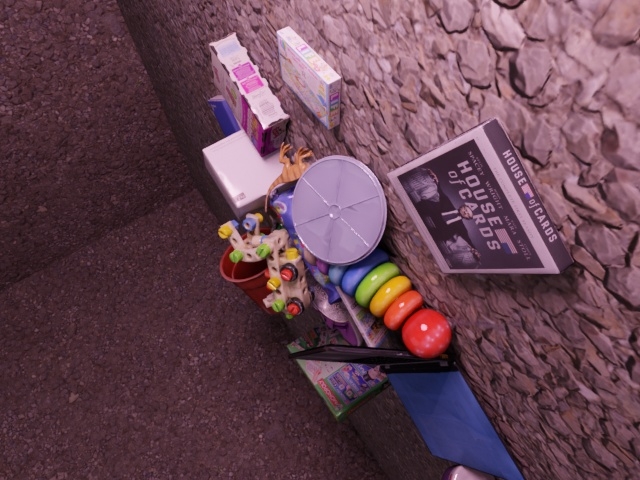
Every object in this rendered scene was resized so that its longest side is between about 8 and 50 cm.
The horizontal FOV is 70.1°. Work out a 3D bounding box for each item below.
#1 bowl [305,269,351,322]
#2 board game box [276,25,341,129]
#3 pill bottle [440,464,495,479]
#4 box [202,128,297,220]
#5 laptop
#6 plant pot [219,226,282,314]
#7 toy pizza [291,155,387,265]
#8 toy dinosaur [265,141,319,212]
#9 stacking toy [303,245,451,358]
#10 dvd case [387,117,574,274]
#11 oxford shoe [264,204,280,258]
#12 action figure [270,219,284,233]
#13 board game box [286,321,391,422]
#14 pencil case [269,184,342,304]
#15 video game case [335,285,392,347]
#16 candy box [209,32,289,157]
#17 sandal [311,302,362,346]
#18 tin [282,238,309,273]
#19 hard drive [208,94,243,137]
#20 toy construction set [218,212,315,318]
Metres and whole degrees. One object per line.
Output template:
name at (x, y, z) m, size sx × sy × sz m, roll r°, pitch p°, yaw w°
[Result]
bowl at (0.042, 0.129, 1.231) m, size 0.170 × 0.080 × 0.170 m, roll 31°, pitch 140°, yaw 30°
board game box at (-0.020, -0.278, 0.783) m, size 0.154 × 0.026 × 0.103 m, roll 52°, pitch 164°, yaw 24°
pill bottle at (0.359, 0.616, 1.135) m, size 0.108 × 0.108 × 0.193 m, roll 52°, pitch 164°, yaw 24°
box at (-0.182, -0.181, 1.192) m, size 0.182 × 0.181 × 0.119 m, roll 58°, pitch 164°, yaw 7°
laptop at (0.153, 0.372, 1.005) m, size 0.382 × 0.407 × 0.237 m, roll 131°, pitch 144°, yaw -68°
plant pot at (-0.207, 0.135, 1.784) m, size 0.272 × 0.272 × 0.265 m, roll 41°, pitch 165°, yaw 49°
toy pizza at (0.033, -0.055, 0.842) m, size 0.201 × 0.032 × 0.201 m, roll 5°, pitch 100°, yaw 32°
toy dinosaur at (-0.068, -0.145, 0.979) m, size 0.211 × 0.064 × 0.112 m, roll -16°, pitch 65°, yaw 41°
stacking toy at (0.119, 0.089, 0.885) m, size 0.330 × 0.141 × 0.141 m, roll 44°, pitch 160°, yaw 26°
dvd case at (0.185, -0.038, 0.585) m, size 0.179 × 0.029 × 0.238 m, roll 60°, pitch 166°, yaw -4°
oxford shoe at (-0.114, 0.047, 1.508) m, size 0.348 × 0.130 × 0.123 m, roll 65°, pitch 165°, yaw -19°
action figure at (-0.107, -0.030, 1.362) m, size 0.232 × 0.063 × 0.137 m, roll -44°, pitch 65°, yaw 55°
board game box at (0.056, 0.404, 1.498) m, size 0.317 × 0.213 × 0.046 m, roll 46°, pitch 160°, yaw 42°
pencil case at (0.000, 0.000, 1.081) m, size 0.306 × 0.119 × 0.133 m, roll 58°, pitch 153°, yaw 4°
video game case at (0.109, 0.139, 1.008) m, size 0.015 × 0.119 × 0.166 m, roll -20°, pitch 102°, yaw 49°
candy box at (-0.166, -0.332, 1.061) m, size 0.233 × 0.071 × 0.159 m, roll 57°, pitch 165°, yaw 5°
sandal at (0.007, 0.177, 1.426) m, size 0.169 × 0.102 × 0.416 m, roll 27°, pitch 145°, yaw 63°
tin at (-0.041, 0.048, 1.280) m, size 0.189 × 0.106 × 0.040 m, roll 43°, pitch -148°, yaw -14°
hard drive at (-0.245, -0.299, 1.439) m, size 0.210 × 0.040 × 0.319 m, roll 32°, pitch 150°, yaw 60°
toy construction set at (-0.125, 0.088, 1.201) m, size 0.215 × 0.151 × 0.328 m, roll 7°, pitch 135°, yaw 29°
